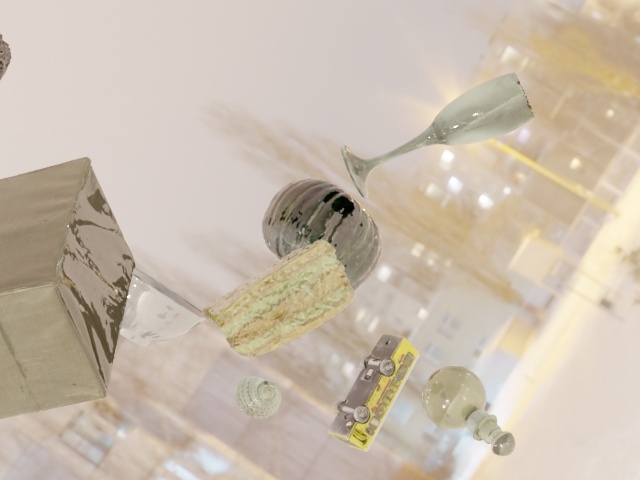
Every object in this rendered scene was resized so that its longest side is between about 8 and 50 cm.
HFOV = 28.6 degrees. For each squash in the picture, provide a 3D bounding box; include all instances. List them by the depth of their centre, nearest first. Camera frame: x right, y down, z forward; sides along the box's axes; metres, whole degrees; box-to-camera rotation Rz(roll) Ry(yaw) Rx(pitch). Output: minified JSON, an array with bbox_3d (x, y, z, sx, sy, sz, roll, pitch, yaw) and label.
[{"bbox_3d":[0.003,-0.005,2.147,0.172,0.218,0.218,-57,-9,-30],"label":"squash"}]

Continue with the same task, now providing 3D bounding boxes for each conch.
[{"bbox_3d":[-0.106,0.258,2.034,0.085,0.076,0.057,-53,10,36],"label":"conch"}]

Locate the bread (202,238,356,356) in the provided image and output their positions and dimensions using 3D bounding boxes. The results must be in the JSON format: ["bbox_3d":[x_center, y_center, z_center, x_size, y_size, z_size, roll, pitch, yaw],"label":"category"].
[{"bbox_3d":[-0.052,0.083,1.698,0.196,0.102,0.138,-30,2,-6],"label":"bread"}]

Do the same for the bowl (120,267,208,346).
[{"bbox_3d":[-0.257,0.092,1.760,0.086,0.189,0.189,-57,-10,-4],"label":"bowl"}]

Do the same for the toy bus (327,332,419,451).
[{"bbox_3d":[0.099,0.286,2.396,0.081,0.074,0.226,4,60,53],"label":"toy bus"}]

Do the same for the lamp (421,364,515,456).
[{"bbox_3d":[0.211,0.241,1.734,0.091,0.163,0.091,-22,-49,-28],"label":"lamp"}]

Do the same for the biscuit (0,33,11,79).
[{"bbox_3d":[-0.484,-0.200,1.663,0.194,0.053,0.194,-49,2,2],"label":"biscuit"}]

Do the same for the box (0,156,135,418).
[{"bbox_3d":[-0.297,0.048,1.292,0.231,0.155,0.149,-92,-14,-57],"label":"box"}]

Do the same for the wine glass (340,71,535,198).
[{"bbox_3d":[0.220,-0.142,2.117,0.309,0.096,0.264,-24,-29,10],"label":"wine glass"}]
